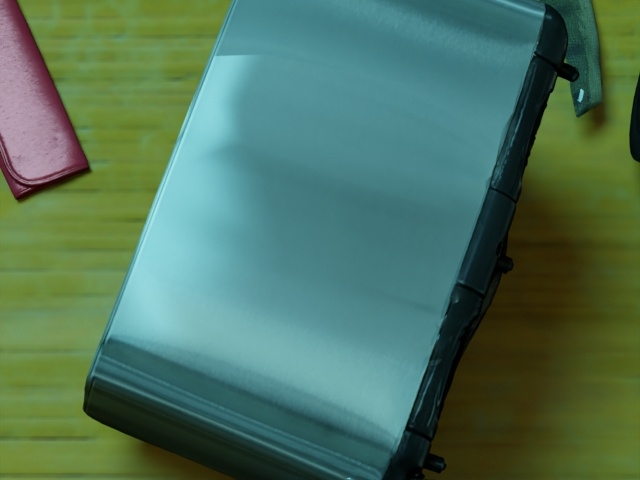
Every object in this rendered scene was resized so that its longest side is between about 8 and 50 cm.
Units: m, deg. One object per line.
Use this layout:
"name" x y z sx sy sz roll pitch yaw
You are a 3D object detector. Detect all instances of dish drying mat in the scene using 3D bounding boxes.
"dish drying mat" -0.120 -0.059 0.692 0.032 0.008 0.083 -24 78 -5

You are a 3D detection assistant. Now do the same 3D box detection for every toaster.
"toaster" 0.000 0.000 0.585 0.110 0.186 0.168 20 79 -4

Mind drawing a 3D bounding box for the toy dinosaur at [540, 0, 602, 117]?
"toy dinosaur" 0.078 -0.189 0.690 0.118 0.064 0.268 -30 89 -10

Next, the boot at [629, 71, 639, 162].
"boot" 0.284 -0.069 0.661 0.280 0.096 0.264 36 73 1
